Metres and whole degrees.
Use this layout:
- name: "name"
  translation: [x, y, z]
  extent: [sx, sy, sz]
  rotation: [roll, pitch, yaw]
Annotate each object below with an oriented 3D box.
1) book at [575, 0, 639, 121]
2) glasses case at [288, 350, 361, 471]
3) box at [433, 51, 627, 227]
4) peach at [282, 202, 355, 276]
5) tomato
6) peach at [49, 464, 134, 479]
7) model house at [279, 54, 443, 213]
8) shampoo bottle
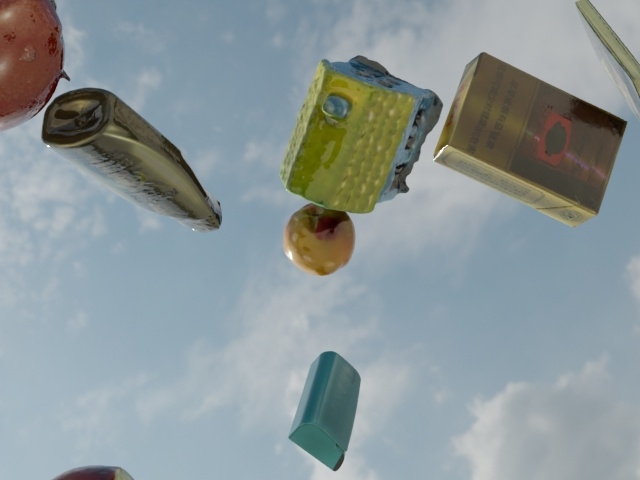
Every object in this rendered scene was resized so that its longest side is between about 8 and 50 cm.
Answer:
- name: "book"
  translation: [0.443, -0.242, 1.340]
  extent: [0.024, 0.228, 0.160]
  rotation: [-29, -49, 14]
- name: "glasses case"
  translation: [0.021, 0.332, 1.845]
  extent: [0.117, 0.301, 0.070]
  rotation: [37, -71, -7]
- name: "box"
  translation: [0.294, -0.142, 1.288]
  extent: [0.240, 0.071, 0.159]
  rotation: [24, -106, -9]
- name: "peach"
  translation: [0.000, 0.000, 1.686]
  extent: [0.138, 0.138, 0.138]
  rotation: [-18, -54, -27]
- name: "tomato"
  translation: [-0.354, -0.194, 0.967]
  extent: [0.167, 0.167, 0.167]
  rotation: [-18, -54, -27]
- name: "peach"
  translation: [-0.297, 0.444, 1.219]
  extent: [0.245, 0.248, 0.274]
  rotation: [-15, -52, 25]
- name: "model house"
  translation: [0.052, -0.192, 1.630]
  extent: [0.303, 0.215, 0.237]
  rotation: [-23, -43, -65]
- name: "shampoo bottle"
  translation: [-0.243, -0.098, 1.288]
  extent: [0.350, 0.126, 0.084]
  rotation: [45, -137, -62]
